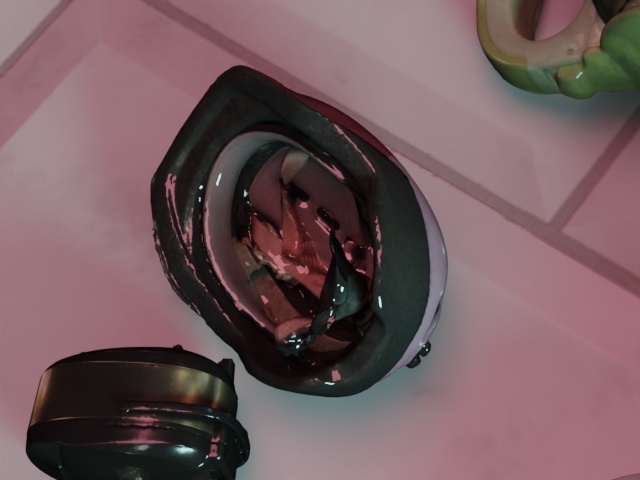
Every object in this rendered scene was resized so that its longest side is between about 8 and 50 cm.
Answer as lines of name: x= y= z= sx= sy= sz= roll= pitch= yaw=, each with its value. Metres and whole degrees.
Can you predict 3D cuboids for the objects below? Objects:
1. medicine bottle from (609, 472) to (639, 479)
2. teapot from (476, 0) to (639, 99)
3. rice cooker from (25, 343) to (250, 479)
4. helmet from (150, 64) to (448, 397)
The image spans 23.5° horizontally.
medicine bottle: x=0.211 y=0.274 z=0.947 sx=0.131 sy=0.131 sz=0.250 roll=-2 pitch=42 yaw=10
teapot: x=0.264 y=-0.229 z=1.171 sx=0.321 sy=0.239 sz=0.239 roll=13 pitch=69 yaw=17
rice cooker: x=-0.135 y=0.136 z=1.135 sx=0.165 sy=0.112 sz=0.106 roll=-6 pitch=56 yaw=7
helmet: x=0.000 y=0.000 z=1.158 sx=0.198 sy=0.154 sz=0.253 roll=-53 pitch=47 yaw=26
